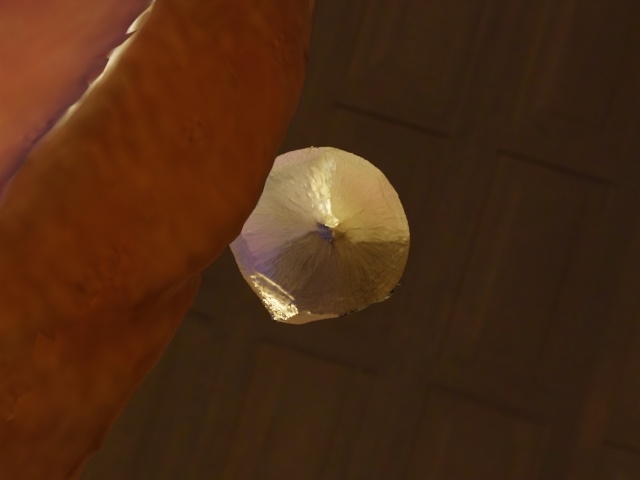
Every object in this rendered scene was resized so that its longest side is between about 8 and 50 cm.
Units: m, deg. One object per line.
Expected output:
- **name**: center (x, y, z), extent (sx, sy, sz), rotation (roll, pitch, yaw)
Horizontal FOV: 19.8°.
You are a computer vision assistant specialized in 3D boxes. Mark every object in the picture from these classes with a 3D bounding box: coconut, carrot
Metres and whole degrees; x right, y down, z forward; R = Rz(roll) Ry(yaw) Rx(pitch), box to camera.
- **coconut**: center (0.000, 0.000, 1.084), extent (0.124, 0.110, 0.110), rotation (157, 129, -86)
- **carrot**: center (-0.144, -0.016, 0.419), extent (0.100, 0.307, 0.258), rotation (50, -172, -47)
